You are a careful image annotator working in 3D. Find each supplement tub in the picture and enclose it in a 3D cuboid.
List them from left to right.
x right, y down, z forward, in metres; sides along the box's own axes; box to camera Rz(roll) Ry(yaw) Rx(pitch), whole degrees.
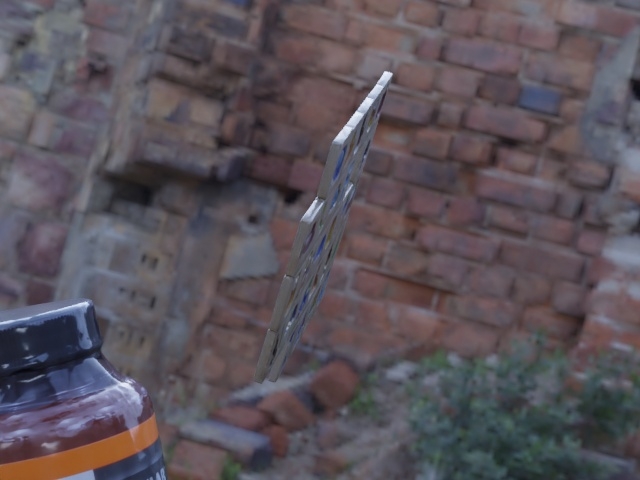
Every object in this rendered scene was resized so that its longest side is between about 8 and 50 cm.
[{"bbox_3d":[-0.117,0.129,0.605,0.106,0.198,0.106,-11,5,1],"label":"supplement tub"}]

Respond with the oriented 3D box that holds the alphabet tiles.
[{"bbox_3d":[0.000,0.000,0.950,0.009,0.198,0.237,20,23,6],"label":"alphabet tiles"}]
